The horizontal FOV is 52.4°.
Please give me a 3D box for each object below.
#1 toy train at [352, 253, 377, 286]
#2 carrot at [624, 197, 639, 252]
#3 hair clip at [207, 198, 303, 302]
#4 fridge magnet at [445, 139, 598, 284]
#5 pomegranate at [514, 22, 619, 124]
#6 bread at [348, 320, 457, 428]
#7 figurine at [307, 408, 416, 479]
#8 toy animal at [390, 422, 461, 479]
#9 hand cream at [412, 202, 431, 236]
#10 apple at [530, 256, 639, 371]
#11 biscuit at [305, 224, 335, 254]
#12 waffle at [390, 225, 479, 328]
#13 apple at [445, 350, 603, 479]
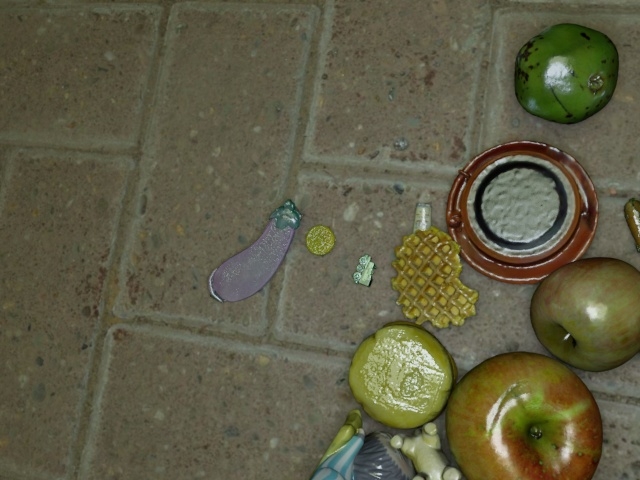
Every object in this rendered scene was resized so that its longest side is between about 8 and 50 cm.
[{"bbox_3d":[0.120,0.080,1.734,0.053,0.033,0.083,21,85,12],"label":"toy train"},{"bbox_3d":[0.785,0.019,1.572,0.049,0.049,0.254,-15,80,11],"label":"carrot"},{"bbox_3d":[-0.170,0.044,1.798,0.359,0.110,0.095,-49,32,6],"label":"hair clip"},{"bbox_3d":[0.490,-0.073,1.602,0.363,0.155,0.363,-3,80,19],"label":"fridge magnet"},{"bbox_3d":[0.594,-0.415,1.610,0.254,0.254,0.270,-41,40,4],"label":"pomegranate"},{"bbox_3d":[0.199,0.334,1.607,0.270,0.148,0.270,-2,83,15],"label":"bread"},{"bbox_3d":[0.138,0.613,1.463,0.377,0.361,0.266,31,114,11],"label":"figurine"},{"bbox_3d":[0.250,0.520,1.444,0.121,0.168,0.233,-27,61,5],"label":"toy animal"},{"bbox_3d":[0.266,-0.030,1.717,0.061,0.039,0.143,3,85,13],"label":"hand cream"},{"bbox_3d":[0.620,0.160,1.482,0.234,0.257,0.257,-40,71,-23],"label":"apple"},{"bbox_3d":[0.000,0.000,1.784,0.084,0.023,0.084,-2,81,14],"label":"biscuit"},{"bbox_3d":[0.285,0.091,1.635,0.249,0.056,0.253,7,95,38],"label":"waffle"},{"bbox_3d":[0.442,0.417,1.445,0.339,0.339,0.339,-3,79,14],"label":"apple"}]
